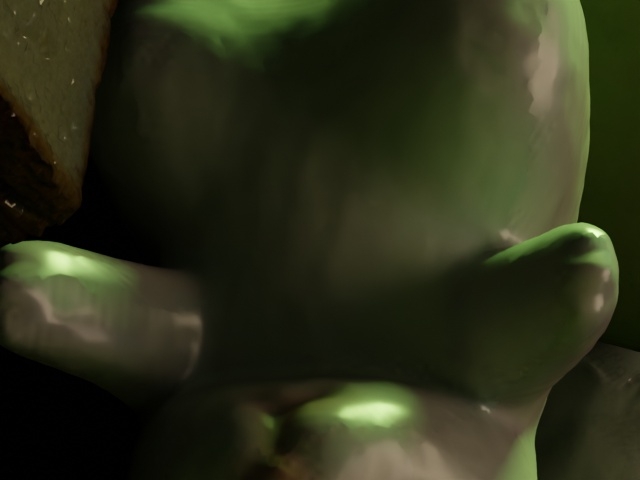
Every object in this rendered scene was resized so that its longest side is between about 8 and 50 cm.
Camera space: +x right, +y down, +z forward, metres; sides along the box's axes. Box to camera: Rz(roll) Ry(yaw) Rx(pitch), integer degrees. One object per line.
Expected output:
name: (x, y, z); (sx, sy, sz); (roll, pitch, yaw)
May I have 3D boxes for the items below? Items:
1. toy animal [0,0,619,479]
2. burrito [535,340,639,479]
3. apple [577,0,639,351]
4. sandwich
toy animal: (0.004, 0.045, 0.452); (0.138, 0.141, 0.282); (67, 24, -55)
burrito: (0.147, 0.206, 1.010); (0.101, 0.139, 0.445); (-141, -140, -59)
apple: (0.118, -0.101, 0.739); (0.279, 0.279, 0.279); (-5, 90, -76)
sandwich: (-0.075, -0.061, 0.382); (0.105, 0.036, 0.093); (58, 30, -58)
